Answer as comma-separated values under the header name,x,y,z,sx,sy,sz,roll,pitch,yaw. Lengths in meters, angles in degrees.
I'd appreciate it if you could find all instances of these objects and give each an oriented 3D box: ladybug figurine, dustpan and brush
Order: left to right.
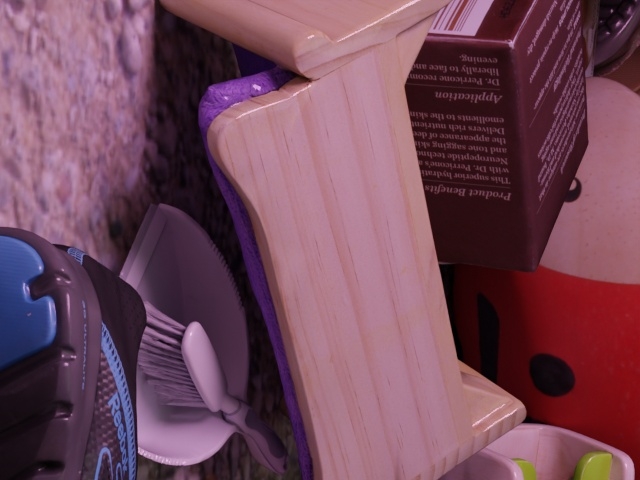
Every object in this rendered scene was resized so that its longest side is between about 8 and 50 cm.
name,x,y,z,sx,sy,sz,roll,pitch,yaw
dustpan and brush,-0.070,0.093,1.014,0.211,0.060,0.147,68,36,-54
ladybug figurine,0.218,0.077,1.416,0.162,0.305,0.449,-17,124,-16

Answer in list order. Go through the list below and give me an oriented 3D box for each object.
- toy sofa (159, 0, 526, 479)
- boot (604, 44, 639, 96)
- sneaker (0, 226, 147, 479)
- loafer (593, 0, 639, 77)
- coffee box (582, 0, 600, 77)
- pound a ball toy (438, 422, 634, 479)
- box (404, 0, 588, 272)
name,x,y,z,sx,sy,sz,roll,pitch,yaw
toy sofa,0.000,0.000,1.040,0.177,0.150,0.362,-31,128,-22
boot,0.367,-0.130,1.869,0.283,0.109,0.220,-58,148,-56
sneaker,-0.142,0.169,0.808,0.140,0.125,0.340,19,79,-69
loafer,0.306,-0.284,1.653,0.366,0.134,0.130,-66,148,-35
coffee box,0.165,-0.228,1.407,0.246,0.098,0.141,25,69,-63
pound a ball toy,0.115,0.264,1.269,0.208,0.136,0.319,1,98,-33
box,0.093,-0.112,1.183,0.167,0.168,0.203,-61,150,-44
